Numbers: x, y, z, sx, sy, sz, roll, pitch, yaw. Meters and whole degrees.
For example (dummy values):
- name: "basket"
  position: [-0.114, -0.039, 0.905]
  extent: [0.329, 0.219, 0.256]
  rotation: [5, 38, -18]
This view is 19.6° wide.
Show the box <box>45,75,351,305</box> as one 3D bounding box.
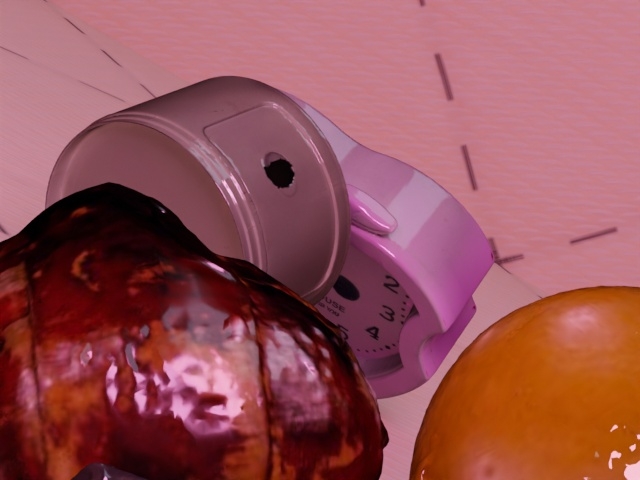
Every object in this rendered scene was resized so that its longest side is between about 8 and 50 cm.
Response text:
- name: "box"
  position: [-0.106, -0.016, 1.596]
  extent: [0.226, 0.226, 0.149]
  rotation: [33, 34, 22]

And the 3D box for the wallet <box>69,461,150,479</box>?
- name: "wallet"
  position: [-0.010, 0.230, 0.896]
  extent: [0.321, 0.170, 0.044]
  rotation: [23, -9, -30]

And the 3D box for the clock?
- name: "clock"
  position: [0.000, 0.000, 1.764]
  extent: [0.338, 0.102, 0.338]
  rotation: [29, -30, 19]

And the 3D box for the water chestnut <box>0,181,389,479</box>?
- name: "water chestnut"
  position: [-0.102, 0.114, 1.005]
  extent: [0.289, 0.244, 0.289]
  rotation: [32, 2, -1]

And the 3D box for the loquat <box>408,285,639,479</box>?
- name: "loquat"
  position: [0.194, 0.198, 1.304]
  extent: [0.359, 0.328, 0.328]
  rotation: [-16, -15, 28]
